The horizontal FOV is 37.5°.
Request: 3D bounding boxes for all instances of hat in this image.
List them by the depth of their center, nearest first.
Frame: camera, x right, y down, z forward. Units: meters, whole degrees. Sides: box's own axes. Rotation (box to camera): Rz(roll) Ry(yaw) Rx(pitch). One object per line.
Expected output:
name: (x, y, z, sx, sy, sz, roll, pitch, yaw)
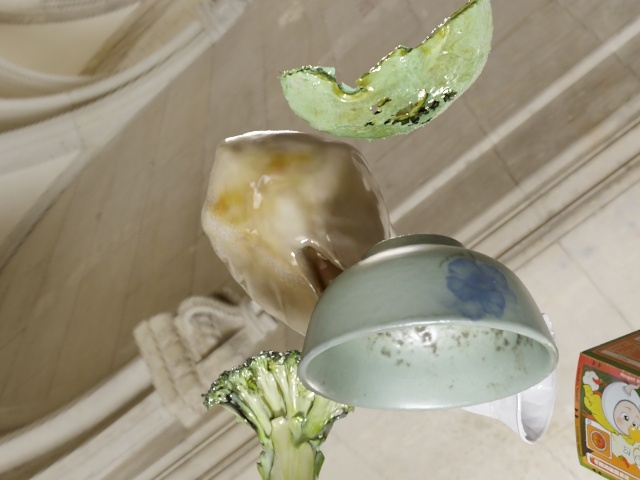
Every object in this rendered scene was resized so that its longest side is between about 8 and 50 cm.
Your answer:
hat: (0.271, 0.200, 1.413, 0.203, 0.126, 0.203, -6, -83, -63)

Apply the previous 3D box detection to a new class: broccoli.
broccoli: (-0.023, 0.350, 1.550, 0.252, 0.221, 0.362, -11, -117, -30)

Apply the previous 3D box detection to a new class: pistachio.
pistachio: (0.000, 0.000, 1.466, 0.445, 0.281, 0.365, 40, -167, -36)

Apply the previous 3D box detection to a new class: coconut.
coconut: (0.060, -0.111, 0.669, 0.055, 0.158, 0.133, 65, -171, 25)

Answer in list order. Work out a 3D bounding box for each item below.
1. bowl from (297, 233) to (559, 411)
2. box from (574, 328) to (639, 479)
bowl: (0.115, 0.084, 1.074, 0.289, 0.289, 0.146, 33, -133, -49)
box: (0.455, 0.237, 1.240, 0.195, 0.148, 0.178, 21, 120, 56)
